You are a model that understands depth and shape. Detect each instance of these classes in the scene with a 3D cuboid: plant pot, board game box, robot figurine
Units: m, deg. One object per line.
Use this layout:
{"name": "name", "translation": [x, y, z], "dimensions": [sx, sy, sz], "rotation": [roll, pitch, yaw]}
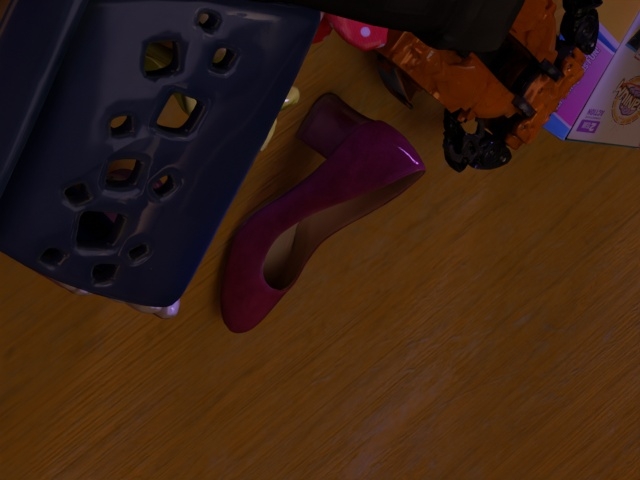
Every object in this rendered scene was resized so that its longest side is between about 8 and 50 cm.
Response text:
{"name": "plant pot", "translation": [-0.179, -0.114, 1.196], "dimensions": [0.212, 0.236, 0.236], "rotation": [5, 119, -47]}
{"name": "board game box", "translation": [0.358, -0.243, 1.931], "dimensions": [0.242, 0.064, 0.316], "rotation": [2, 121, -54]}
{"name": "robot figurine", "translation": [0.147, -0.177, 1.701], "dimensions": [0.211, 0.085, 0.291], "rotation": [-52, 149, 3]}

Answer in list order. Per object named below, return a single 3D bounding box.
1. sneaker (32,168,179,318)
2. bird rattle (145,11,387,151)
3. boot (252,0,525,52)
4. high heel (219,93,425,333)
{"name": "sneaker", "translation": [-0.168, -0.012, 1.463], "dimensions": [0.104, 0.095, 0.236], "rotation": [-61, 154, 4]}
{"name": "bird rattle", "translation": [-0.030, -0.191, 1.409], "dimensions": [0.253, 0.143, 0.207], "rotation": [-40, 138, -22]}
{"name": "boot", "translation": [-0.143, -0.243, 1.077], "dimensions": [0.445, 0.367, 0.146], "rotation": [4, 113, -24]}
{"name": "high heel", "translation": [0.000, 0.000, 1.664], "dimensions": [0.082, 0.117, 0.244], "rotation": [7, 118, -56]}
